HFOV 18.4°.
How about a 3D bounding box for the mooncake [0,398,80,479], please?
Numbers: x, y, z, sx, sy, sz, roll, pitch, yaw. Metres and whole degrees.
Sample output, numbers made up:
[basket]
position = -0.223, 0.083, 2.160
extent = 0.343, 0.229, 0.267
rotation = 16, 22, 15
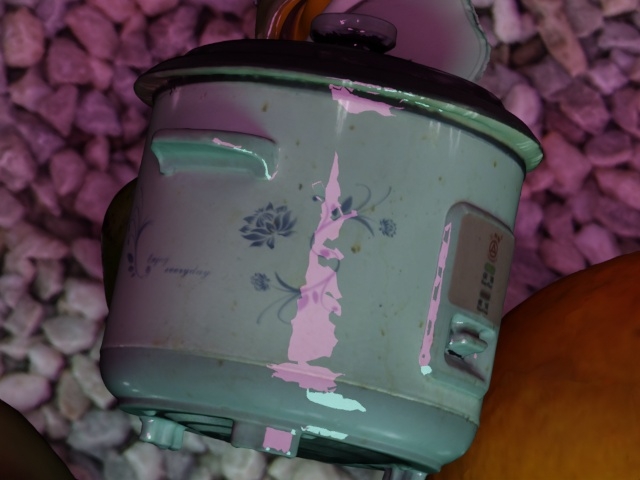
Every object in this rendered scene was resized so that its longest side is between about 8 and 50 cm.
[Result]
[mooncake]
position = -0.171, 0.328, 1.228
extent = 0.262, 0.467, 0.467
rotation = -39, 91, -7

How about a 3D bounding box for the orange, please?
[orange]
position = 0.278, 0.201, 1.339
extent = 0.326, 0.424, 0.424
rotation = -26, 89, -42

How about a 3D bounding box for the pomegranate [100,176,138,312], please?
[pomegranate]
position = -0.063, 0.015, 1.437
extent = 0.191, 0.131, 0.152
rotation = -4, 82, -16

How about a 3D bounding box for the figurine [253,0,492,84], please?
[figurine]
position = 0.024, -0.168, 1.431
extent = 0.166, 0.250, 0.141
rotation = -11, 66, -19

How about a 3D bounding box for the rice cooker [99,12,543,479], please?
[rice cooker]
position = 0.000, 0.000, 1.260
extent = 0.316, 0.264, 0.317
rotation = -5, 96, -52
